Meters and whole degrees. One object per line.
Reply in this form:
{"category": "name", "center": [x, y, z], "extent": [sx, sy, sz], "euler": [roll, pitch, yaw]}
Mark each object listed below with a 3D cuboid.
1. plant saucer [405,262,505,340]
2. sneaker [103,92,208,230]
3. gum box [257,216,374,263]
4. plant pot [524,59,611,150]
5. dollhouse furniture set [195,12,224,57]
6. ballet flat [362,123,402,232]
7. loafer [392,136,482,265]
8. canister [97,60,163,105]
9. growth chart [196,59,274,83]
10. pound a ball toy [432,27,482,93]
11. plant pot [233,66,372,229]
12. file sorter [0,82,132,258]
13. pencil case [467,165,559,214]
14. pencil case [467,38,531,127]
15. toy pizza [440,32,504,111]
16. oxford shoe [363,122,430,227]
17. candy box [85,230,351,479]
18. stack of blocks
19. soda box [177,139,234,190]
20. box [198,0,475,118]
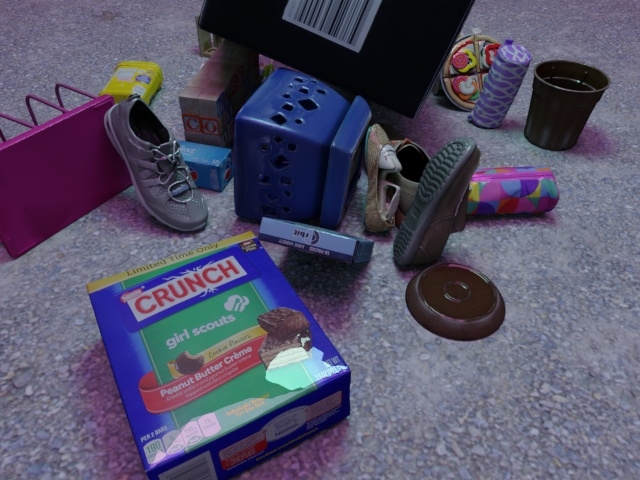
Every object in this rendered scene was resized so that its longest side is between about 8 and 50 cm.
{"category": "plant saucer", "center": [0.229, 0.094, 0.888], "extent": [0.169, 0.029, 0.168], "euler": [1, 43, -1]}
{"category": "sneaker", "center": [-0.302, -0.141, 0.982], "extent": [0.105, 0.115, 0.281], "euler": [-41, 101, -36]}
{"category": "gum box", "center": [0.000, 0.000, 0.895], "extent": [0.157, 0.041, 0.184], "euler": [15, 4, 15]}
{"category": "plant pot", "center": [0.566, -0.313, 1.242], "extent": [0.167, 0.165, 0.166], "euler": [1, 41, -1]}
{"category": "dollhouse furniture set", "center": [-0.271, -0.634, 1.606], "extent": [0.151, 0.123, 0.144], "euler": [18, 45, 18]}
{"category": "ballet flat", "center": [0.123, -0.117, 0.997], "extent": [0.067, 0.206, 0.073], "euler": [8, 13, 39]}
{"category": "loafer", "center": [0.214, -0.061, 0.920], "extent": [0.088, 0.251, 0.094], "euler": [17, 26, -18]}
{"category": "canister", "center": [-0.497, -0.399, 1.381], "extent": [0.126, 0.073, 0.169], "euler": [2, 44, 1]}
{"category": "growth chart", "center": [-0.246, -0.468, 1.502], "extent": [0.238, 0.021, 0.171], "euler": [-4, 44, -5]}
{"category": "pound a ball toy", "center": [0.406, -0.554, 1.525], "extent": [0.208, 0.135, 0.319], "euler": [-1, 43, -2]}
{"category": "plant pot", "center": [-0.028, -0.169, 1.028], "extent": [0.212, 0.235, 0.235], "euler": [16, 43, 7]}
{"category": "file sorter", "center": [-0.549, -0.152, 1.013], "extent": [0.182, 0.202, 0.290], "euler": [23, 47, 24]}
{"category": "pencil case", "center": [0.350, -0.099, 1.052], "extent": [0.237, 0.104, 0.104], "euler": [-3, 42, -6]}
{"category": "pencil case", "center": [0.436, -0.372, 1.280], "extent": [0.087, 0.206, 0.088], "euler": [6, 50, -7]}
{"category": "toy pizza", "center": [0.411, -0.437, 1.367], "extent": [0.202, 0.201, 0.032], "euler": [-4, 7, -5]}
{"category": "oxford shoe", "center": [0.177, -0.169, 1.098], "extent": [0.123, 0.130, 0.348], "euler": [-9, 43, -12]}
{"category": "candy box", "center": [-0.149, 0.152, 0.745], "extent": [0.268, 0.122, 0.317], "euler": [-21, 45, -22]}
{"category": "stack of blocks", "center": [-0.224, -0.329, 1.236], "extent": [0.087, 0.171, 0.297], "euler": [9, 44, 8]}
{"category": "soda box", "center": [-0.298, -0.169, 1.134], "extent": [0.210, 0.067, 0.071], "euler": [12, 43, 11]}
{"category": "box", "center": [0.022, -0.539, 1.192], "extent": [0.481, 0.297, 0.471], "euler": [20, 24, -12]}
